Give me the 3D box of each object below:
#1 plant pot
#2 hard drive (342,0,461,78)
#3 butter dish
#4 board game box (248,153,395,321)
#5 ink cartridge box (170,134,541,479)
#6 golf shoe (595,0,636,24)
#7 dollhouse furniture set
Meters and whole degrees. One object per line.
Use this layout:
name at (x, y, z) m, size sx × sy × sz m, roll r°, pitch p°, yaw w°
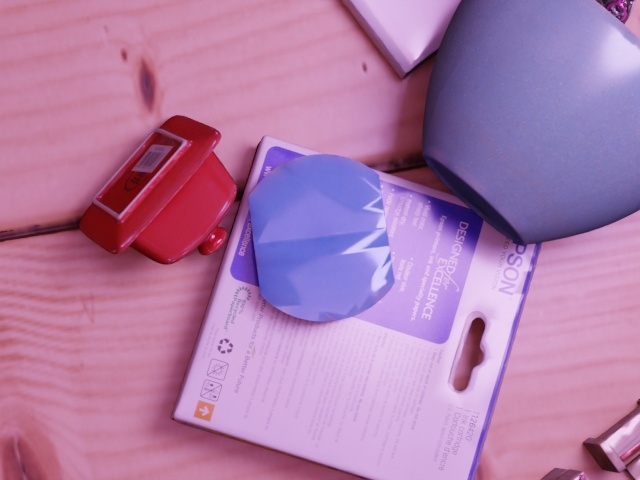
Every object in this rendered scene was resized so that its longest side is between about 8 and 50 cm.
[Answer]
plant pot at (0.213, -0.111, 1.820) m, size 0.290 × 0.290 × 0.195 m, roll 42°, pitch 87°, yaw -1°
hard drive at (0.071, -0.378, 1.945) m, size 0.233 × 0.047 × 0.353 m, roll -37°, pitch 90°, yaw -7°
butter dish at (-0.142, -0.032, 1.860) m, size 0.118 × 0.160 × 0.160 m, roll 43°, pitch 83°, yaw -23°
board game box at (0.000, 0.000, 1.853) m, size 0.133 × 0.033 × 0.169 m, roll -8°, pitch 79°, yaw -2°
ink cartridge box at (0.039, 0.083, 1.895) m, size 0.307 × 0.072 × 0.304 m, roll 18°, pitch 82°, yaw -5°
golf shoe at (0.313, -0.311, 1.949) m, size 0.067 × 0.086 × 0.186 m, roll 9°, pitch 107°, yaw 27°
dollhouse furniture set at (0.310, 0.262, 1.872) m, size 0.183 × 0.129 × 0.129 m, roll -37°, pitch 90°, yaw -7°
